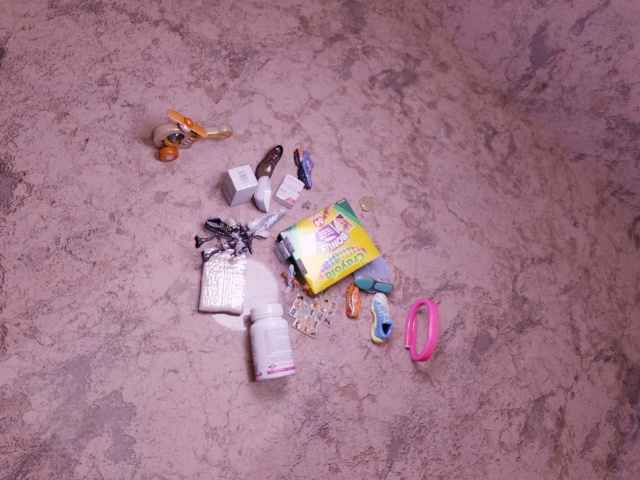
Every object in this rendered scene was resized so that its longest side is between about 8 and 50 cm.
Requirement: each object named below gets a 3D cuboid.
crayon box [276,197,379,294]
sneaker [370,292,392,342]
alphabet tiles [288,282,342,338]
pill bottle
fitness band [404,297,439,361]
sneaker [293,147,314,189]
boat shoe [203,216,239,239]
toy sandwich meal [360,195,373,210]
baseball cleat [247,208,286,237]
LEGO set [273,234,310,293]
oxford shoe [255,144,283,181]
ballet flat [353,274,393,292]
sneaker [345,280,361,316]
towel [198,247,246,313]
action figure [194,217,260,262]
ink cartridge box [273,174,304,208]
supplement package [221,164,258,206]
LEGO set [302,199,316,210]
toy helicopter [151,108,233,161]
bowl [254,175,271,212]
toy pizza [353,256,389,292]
[{"bbox_3d":[0.036,0.027,1.883,0.363,0.106,0.313,-29,83,-19],"label":"crayon box"},{"bbox_3d":[0.295,0.349,1.902,0.091,0.126,0.240,11,67,-18],"label":"sneaker"},{"bbox_3d":[-0.028,0.310,1.856,0.198,0.009,0.237,31,63,-9],"label":"alphabet tiles"},{"bbox_3d":[-0.199,0.408,1.663,0.160,0.160,0.283,-4,72,-23],"label":"pill bottle"},{"bbox_3d":[0.464,0.409,1.900,0.054,0.209,0.291,17,65,-14],"label":"fitness band"},{"bbox_3d":[-0.067,-0.360,2.056,0.087,0.083,0.221,-3,74,-28],"label":"sneaker"},{"bbox_3d":[-0.413,-0.053,1.796,0.183,0.083,0.065,11,67,-18],"label":"boat shoe"},{"bbox_3d":[0.238,-0.190,2.142,0.085,0.029,0.085,8,63,-17],"label":"toy sandwich meal"},{"bbox_3d":[-0.236,-0.073,1.895,0.206,0.072,0.109,-23,96,-25],"label":"baseball cleat"},{"bbox_3d":[-0.134,0.120,1.785,0.060,0.182,0.244,-23,80,-34],"label":"LEGO set"},{"bbox_3d":[-0.246,-0.376,1.981,0.083,0.096,0.227,29,64,-12],"label":"oxford shoe"},{"bbox_3d":[0.243,0.197,1.940,0.213,0.072,0.068,15,27,-22],"label":"ballet flat"},{"bbox_3d":[0.157,0.273,1.924,0.067,0.064,0.175,23,66,-37],"label":"sneaker"},{"bbox_3d":[-0.409,0.166,1.736,0.187,0.049,0.282,7,67,-17],"label":"towel"},{"bbox_3d":[-0.368,0.002,1.713,0.275,0.141,0.164,-19,83,-30],"label":"action figure"},{"bbox_3d":[-0.153,-0.234,1.985,0.099,0.056,0.135,30,63,-9],"label":"ink cartridge box"},{"bbox_3d":[-0.361,-0.240,1.833,0.105,0.179,0.105,-21,79,-27],"label":"supplement package"},{"bbox_3d":[-0.057,-0.168,2.022,0.083,0.023,0.054,31,64,-23],"label":"LEGO set"},{"bbox_3d":[-0.557,-0.479,1.815,0.355,0.235,0.140,-13,75,-26],"label":"toy helicopter"},{"bbox_3d":[-0.266,-0.213,1.893,0.053,0.142,0.142,4,67,4],"label":"bowl"},{"bbox_3d":[0.246,0.157,2.010,0.201,0.032,0.201,8,68,-20],"label":"toy pizza"}]
